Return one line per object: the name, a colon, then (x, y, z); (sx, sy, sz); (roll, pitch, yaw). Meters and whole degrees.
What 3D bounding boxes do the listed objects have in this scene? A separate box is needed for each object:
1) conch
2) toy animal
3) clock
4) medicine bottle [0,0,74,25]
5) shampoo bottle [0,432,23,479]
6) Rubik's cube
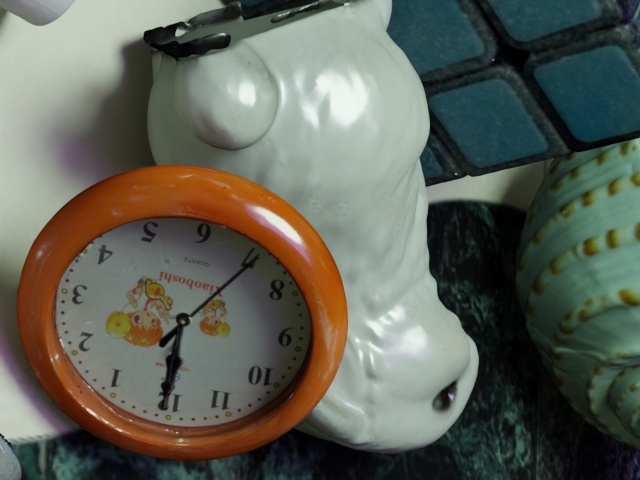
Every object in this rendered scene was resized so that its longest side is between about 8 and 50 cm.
conch: (0.281, 0.040, 1.277); (0.303, 0.215, 0.319); (48, 18, -36)
toy animal: (0.000, 0.000, 1.004); (0.258, 0.194, 0.357); (-36, 114, -52)
clock: (-0.085, 0.048, 0.887); (0.205, 0.205, 0.051); (57, 17, -21)
medicine bottle: (-0.254, -0.214, 0.835); (0.260, 0.095, 0.095); (30, 60, -39)
shampoo bottle: (-0.244, 0.188, 0.766); (0.072, 0.072, 0.214); (54, 47, -24)
Rubik's cube: (0.128, -0.256, 1.113); (0.301, 0.305, 0.303); (51, 46, -25)
